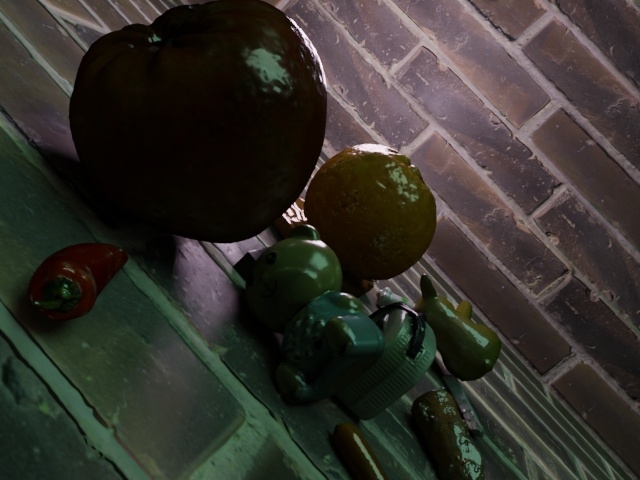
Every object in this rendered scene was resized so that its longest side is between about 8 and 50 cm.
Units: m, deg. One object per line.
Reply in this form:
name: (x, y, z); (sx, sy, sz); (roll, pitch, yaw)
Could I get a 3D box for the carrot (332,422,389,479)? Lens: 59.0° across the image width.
carrot: (0.091, 0.370, 0.809); (0.247, 0.043, 0.043); (55, 17, 25)

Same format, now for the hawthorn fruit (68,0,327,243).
hawthorn fruit: (-0.179, -0.166, 0.908); (0.403, 0.403, 0.403); (43, 15, -14)

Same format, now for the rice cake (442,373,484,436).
rice cake: (0.369, 0.423, 1.463); (0.043, 0.034, 0.211); (49, 11, -25)

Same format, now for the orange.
orange: (0.132, -0.077, 1.395); (0.341, 0.293, 0.340); (40, 21, -19)

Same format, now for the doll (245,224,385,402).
doll: (-0.020, 0.111, 0.921); (0.162, 0.177, 0.260); (13, 36, -53)

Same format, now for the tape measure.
tape measure: (0.113, 0.191, 1.035); (0.115, 0.207, 0.235); (42, 17, -5)

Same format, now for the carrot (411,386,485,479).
carrot: (0.256, 0.414, 1.081); (0.102, 0.102, 0.263); (36, 23, -35)

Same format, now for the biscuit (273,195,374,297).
biscuit: (0.002, -0.002, 1.530); (0.385, 0.062, 0.365); (51, 14, 18)

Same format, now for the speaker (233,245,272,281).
speaker: (-0.091, 0.056, 1.138); (0.082, 0.044, 0.218); (48, 15, 8)

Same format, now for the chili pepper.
chili pepper: (-0.270, 0.040, 0.632); (0.071, 0.063, 0.272); (45, 3, -12)

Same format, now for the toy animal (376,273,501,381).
toy animal: (0.343, 0.231, 1.602); (0.363, 0.181, 0.180); (46, 10, 15)
